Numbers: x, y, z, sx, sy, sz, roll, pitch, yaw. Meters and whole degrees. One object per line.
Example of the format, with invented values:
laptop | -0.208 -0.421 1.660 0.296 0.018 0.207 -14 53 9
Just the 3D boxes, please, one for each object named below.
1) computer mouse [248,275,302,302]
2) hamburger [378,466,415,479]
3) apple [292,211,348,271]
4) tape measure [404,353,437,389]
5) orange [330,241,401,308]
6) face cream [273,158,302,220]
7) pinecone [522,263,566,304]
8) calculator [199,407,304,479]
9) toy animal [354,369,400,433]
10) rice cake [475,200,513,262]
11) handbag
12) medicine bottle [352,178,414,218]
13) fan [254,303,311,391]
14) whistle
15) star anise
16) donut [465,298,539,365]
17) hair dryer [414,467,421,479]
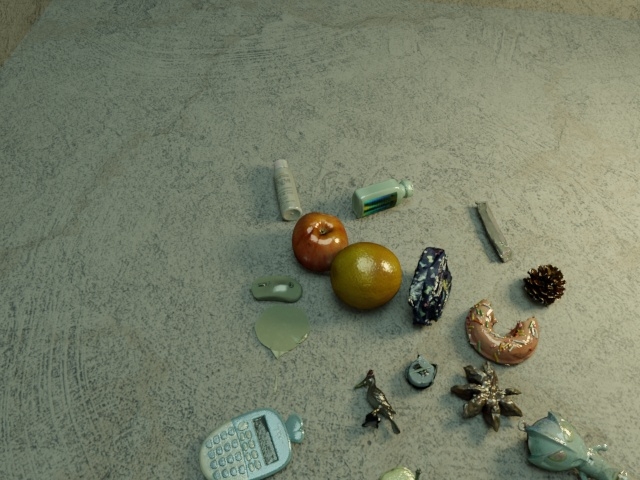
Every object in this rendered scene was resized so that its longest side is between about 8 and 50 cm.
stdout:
computer mouse | -0.151 0.157 1.849 0.182 0.056 0.089 2 49 0
hamburger | 0.206 0.657 1.488 0.121 0.054 0.084 -4 49 -8
apple | 0.000 0.000 1.901 0.210 0.164 0.209 2 55 -3
tape measure | 0.307 0.403 1.676 0.091 0.054 0.094 29 55 26
orange | 0.146 0.112 1.790 0.236 0.236 0.236 1 53 -1
face cream | -0.131 -0.199 2.098 0.082 0.082 0.269 -8 54 -7
pinecone | 0.753 0.139 1.845 0.140 0.120 0.140 6 50 -7
calculator | -0.188 0.573 1.545 0.303 0.042 0.188 -16 54 -13
toy animal | 0.165 0.472 1.627 0.105 0.070 0.202 -1 47 -15
rice cake | 0.631 -0.039 2.019 0.055 0.049 0.269 -23 54 9
handbag | 0.362 0.152 1.806 0.113 0.162 0.260 8 52 22
medicine bottle | 0.234 -0.164 2.056 0.229 0.121 0.083 -17 55 -14
fan | -0.127 0.334 1.742 0.182 0.010 0.310 4 50 2
whistle | 0.701 0.589 1.516 0.346 0.133 0.142 28 54 7
star anise | 0.484 0.458 1.629 0.197 0.073 0.212 -29 57 -24
donut | 0.574 0.289 1.751 0.233 0.085 0.199 18 56 13
hair dryer | 0.229 0.684 1.425 0.100 0.057 0.197 12 79 6
